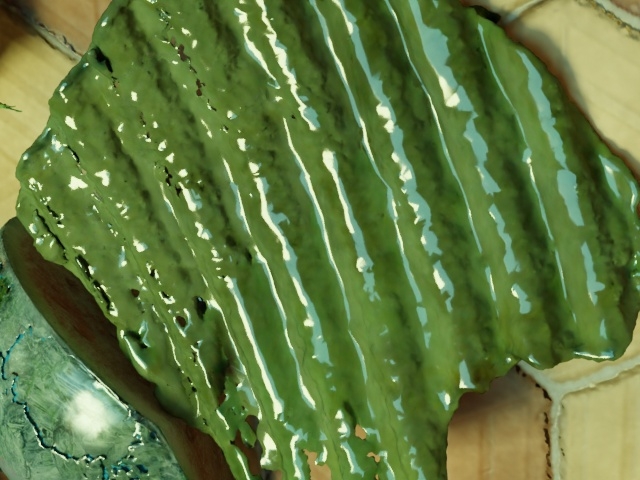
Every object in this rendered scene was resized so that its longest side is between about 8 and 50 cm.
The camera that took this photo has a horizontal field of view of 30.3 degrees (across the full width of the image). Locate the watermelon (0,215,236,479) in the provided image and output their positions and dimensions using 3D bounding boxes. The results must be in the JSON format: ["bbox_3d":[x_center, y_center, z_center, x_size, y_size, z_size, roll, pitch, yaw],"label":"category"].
[{"bbox_3d":[-0.210,0.146,0.945,0.322,0.188,0.175,45,98,9],"label":"watermelon"}]

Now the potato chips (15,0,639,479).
[{"bbox_3d":[-0.006,-0.005,0.793,0.389,0.097,0.373,46,106,-2],"label":"potato chips"}]

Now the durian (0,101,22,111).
[{"bbox_3d":[-0.387,-0.121,0.989,0.169,0.158,0.355,25,150,-30],"label":"durian"}]

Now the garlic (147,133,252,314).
[{"bbox_3d":[-0.071,0.006,0.899,0.198,0.090,0.129,37,110,17],"label":"garlic"}]
